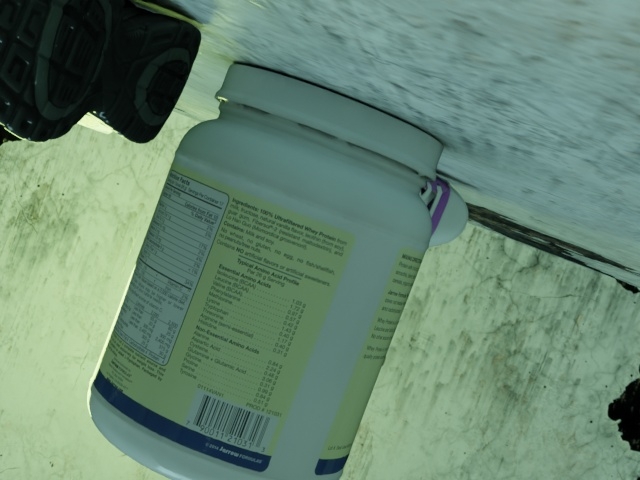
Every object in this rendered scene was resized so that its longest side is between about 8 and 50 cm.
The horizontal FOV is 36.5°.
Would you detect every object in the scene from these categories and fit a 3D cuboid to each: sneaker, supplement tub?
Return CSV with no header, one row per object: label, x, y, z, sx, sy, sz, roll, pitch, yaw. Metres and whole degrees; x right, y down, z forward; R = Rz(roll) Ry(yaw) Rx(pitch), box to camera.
sneaker,0.081,-0.051,1.097,0.282,0.102,0.161,20,180,-29
sneaker,-0.170,-0.124,0.559,0.130,0.109,0.286,28,-179,8
supplement tub,-0.042,0.036,0.842,0.235,0.325,0.235,21,-178,-1

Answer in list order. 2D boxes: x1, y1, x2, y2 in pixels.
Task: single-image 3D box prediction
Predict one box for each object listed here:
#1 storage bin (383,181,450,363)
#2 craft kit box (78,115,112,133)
storage bin,0.000,0.000,1.249,0.260,0.262,0.123,19,-178,-34
craft kit box,-0.265,-0.171,0.839,0.246,0.061,0.250,17,172,-23
